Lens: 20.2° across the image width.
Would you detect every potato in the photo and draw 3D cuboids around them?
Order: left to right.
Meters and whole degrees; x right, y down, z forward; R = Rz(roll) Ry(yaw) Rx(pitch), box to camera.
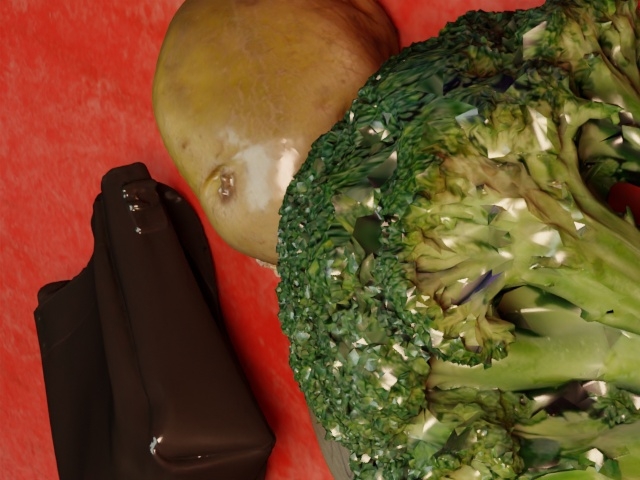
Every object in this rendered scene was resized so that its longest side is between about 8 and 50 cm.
[{"bbox_3d":[-0.016,-0.074,1.053,0.137,0.154,0.200,-34,63,21],"label":"potato"}]

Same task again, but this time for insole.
[{"bbox_3d":[0.031,0.170,1.223,0.188,0.004,0.064,63,146,19],"label":"insole"}]

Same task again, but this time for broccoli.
[{"bbox_3d":[0.101,0.020,0.879,0.245,0.265,0.295,26,96,16],"label":"broccoli"}]

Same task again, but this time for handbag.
[{"bbox_3d":[-0.135,0.104,1.351,0.257,0.113,0.285,69,154,21],"label":"handbag"}]

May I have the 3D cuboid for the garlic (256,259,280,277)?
[{"bbox_3d":[-0.002,-0.004,1.137,0.113,0.094,0.074,16,83,53],"label":"garlic"}]
